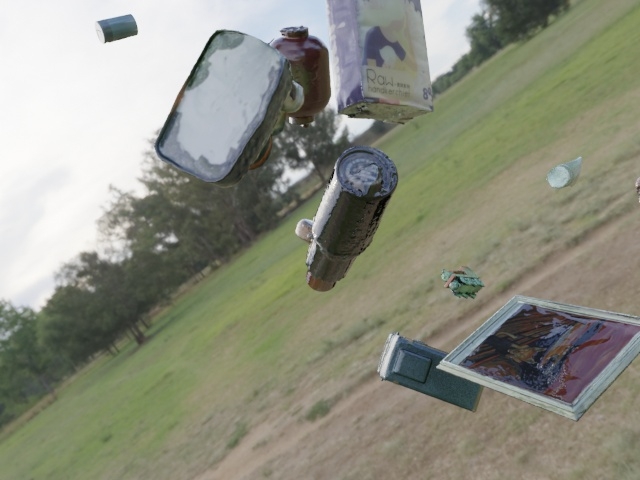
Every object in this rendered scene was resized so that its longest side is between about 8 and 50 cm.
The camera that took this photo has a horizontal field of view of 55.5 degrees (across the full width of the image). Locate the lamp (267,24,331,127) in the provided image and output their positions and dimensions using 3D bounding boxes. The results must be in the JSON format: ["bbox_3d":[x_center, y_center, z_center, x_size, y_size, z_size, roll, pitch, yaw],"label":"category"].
[{"bbox_3d":[-0.062,-0.426,1.595,0.180,0.258,0.180,-2,27,1],"label":"lamp"}]

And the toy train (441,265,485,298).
[{"bbox_3d":[0.470,0.137,2.041,0.176,0.118,0.074,7,-59,-44],"label":"toy train"}]

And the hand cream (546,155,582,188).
[{"bbox_3d":[0.563,-0.151,1.383,0.205,0.050,0.078,-15,-60,-56],"label":"hand cream"}]

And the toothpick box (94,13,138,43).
[{"bbox_3d":[-0.469,-0.487,1.401,0.083,0.052,0.052,-26,-2,-28],"label":"toothpick box"}]

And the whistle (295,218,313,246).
[{"bbox_3d":[0.000,0.000,1.344,0.057,0.107,0.220,-65,13,7],"label":"whistle"}]

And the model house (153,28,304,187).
[{"bbox_3d":[-0.138,-0.221,1.195,0.271,0.190,0.301,-63,-17,0],"label":"model house"}]

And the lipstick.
[{"bbox_3d":[0.026,-0.009,0.784,0.081,0.081,0.300,-38,-16,-27],"label":"lipstick"}]

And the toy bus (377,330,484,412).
[{"bbox_3d":[0.300,0.352,1.639,0.167,0.275,0.139,56,-126,-83],"label":"toy bus"}]

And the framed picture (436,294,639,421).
[{"bbox_3d":[0.333,0.158,0.918,0.216,0.016,0.273,-35,19,-24],"label":"framed picture"}]

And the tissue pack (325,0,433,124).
[{"bbox_3d":[0.133,-0.449,1.395,0.242,0.344,0.125,-3,-6,-41],"label":"tissue pack"}]

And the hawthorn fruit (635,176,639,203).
[{"bbox_3d":[0.558,-0.082,0.967,0.103,0.067,0.067,-9,13,19],"label":"hawthorn fruit"}]
